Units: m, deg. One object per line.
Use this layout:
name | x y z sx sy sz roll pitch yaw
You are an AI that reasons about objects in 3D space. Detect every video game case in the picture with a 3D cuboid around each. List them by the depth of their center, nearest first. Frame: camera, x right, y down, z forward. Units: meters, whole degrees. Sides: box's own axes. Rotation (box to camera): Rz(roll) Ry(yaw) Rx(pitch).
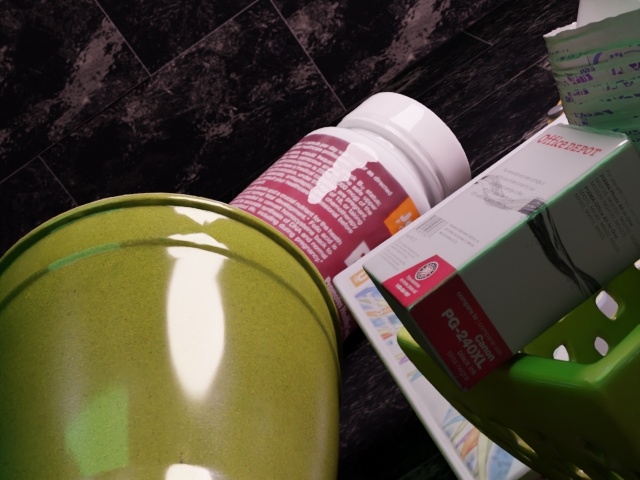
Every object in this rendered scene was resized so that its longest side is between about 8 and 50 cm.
video game case | 0.191 0.043 0.929 0.300 0.036 0.329 -35 37 1

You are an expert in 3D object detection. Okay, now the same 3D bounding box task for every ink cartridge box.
ink cartridge box | 0.110 0.004 0.601 0.150 0.063 0.109 -36 14 -2

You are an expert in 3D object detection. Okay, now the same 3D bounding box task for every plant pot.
plant pot | 0.223 0.077 0.654 0.227 0.207 0.228 -41 17 -16
plant pot | -0.137 0.199 0.875 0.366 0.366 0.353 -33 27 9

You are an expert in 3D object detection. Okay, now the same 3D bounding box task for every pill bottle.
pill bottle | 0.000 0.000 1.326 0.392 0.224 0.224 -44 17 -25

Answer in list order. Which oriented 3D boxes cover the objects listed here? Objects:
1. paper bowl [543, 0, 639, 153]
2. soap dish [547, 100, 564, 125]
paper bowl | 0.276 -0.154 0.638 0.284 0.148 0.284 -19 8 3
soap dish | 0.400 -0.186 1.223 0.229 0.118 0.291 -21 22 42
